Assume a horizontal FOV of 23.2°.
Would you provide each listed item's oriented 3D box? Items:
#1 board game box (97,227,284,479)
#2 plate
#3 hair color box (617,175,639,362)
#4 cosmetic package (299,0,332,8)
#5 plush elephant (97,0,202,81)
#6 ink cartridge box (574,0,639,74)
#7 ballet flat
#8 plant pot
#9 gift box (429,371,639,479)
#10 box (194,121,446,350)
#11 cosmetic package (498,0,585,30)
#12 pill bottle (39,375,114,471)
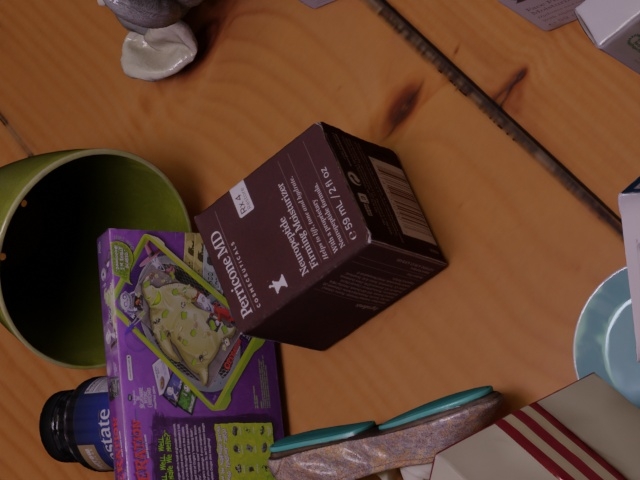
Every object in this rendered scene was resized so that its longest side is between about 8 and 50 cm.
[{"bbox_3d":[-0.151,0.159,1.854,0.056,0.208,0.347,-29,62,53],"label":"board game box"},{"bbox_3d":[0.352,0.112,1.619,0.188,0.024,0.188,-9,74,34],"label":"plate"},{"bbox_3d":[0.465,0.016,1.445,0.347,0.105,0.174,-3,103,25],"label":"hair color box"},{"bbox_3d":[-0.030,-0.432,1.879,0.138,0.224,0.224,-18,71,31],"label":"cosmetic package"},{"bbox_3d":[-0.227,-0.360,2.003,0.255,0.330,0.272,-29,49,52],"label":"plush elephant"},{"bbox_3d":[0.443,-0.300,1.546,0.371,0.176,0.069,-37,61,23],"label":"ink cartridge box"},{"bbox_3d":[0.083,0.244,1.748,0.316,0.107,0.106,-19,90,36],"label":"ballet flat"},{"bbox_3d":[-0.357,-0.002,2.020,0.293,0.275,0.275,17,90,52],"label":"plant pot"},{"bbox_3d":[0.269,0.298,1.476,0.258,0.276,0.255,43,145,36],"label":"gift box"},{"bbox_3d":[0.000,0.000,1.801,0.203,0.167,0.168,-36,62,24],"label":"box"},{"bbox_3d":[0.255,-0.341,1.683,0.151,0.183,0.151,-19,70,31],"label":"cosmetic package"},{"bbox_3d":[-0.241,0.228,1.952,0.219,0.123,0.123,-9,75,34],"label":"pill bottle"}]
